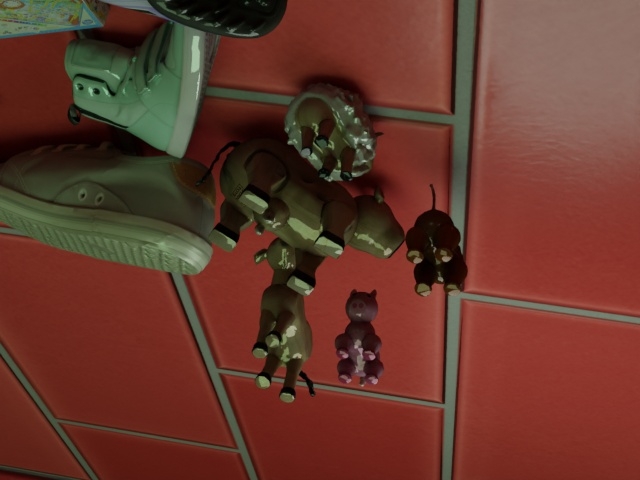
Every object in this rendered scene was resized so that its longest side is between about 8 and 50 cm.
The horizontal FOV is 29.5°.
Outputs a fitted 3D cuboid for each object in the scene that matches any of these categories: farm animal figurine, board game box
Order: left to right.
[{"bbox_3d":[-0.303,-0.250,1.219,0.154,0.026,0.103,-1,149,25],"label":"board game box"},{"bbox_3d":[0.000,0.000,1.393,0.330,0.172,0.327,-32,114,30],"label":"farm animal figurine"}]

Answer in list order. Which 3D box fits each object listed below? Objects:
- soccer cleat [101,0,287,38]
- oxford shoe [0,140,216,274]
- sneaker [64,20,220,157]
[{"bbox_3d":[-0.184,-0.259,1.095,0.318,0.108,0.116,18,169,-10],"label":"soccer cleat"},{"bbox_3d":[-0.287,-0.056,1.475,0.449,0.130,0.169,9,165,40],"label":"oxford shoe"},{"bbox_3d":[-0.187,-0.179,1.230,0.151,0.094,0.256,19,150,-6],"label":"sneaker"}]
